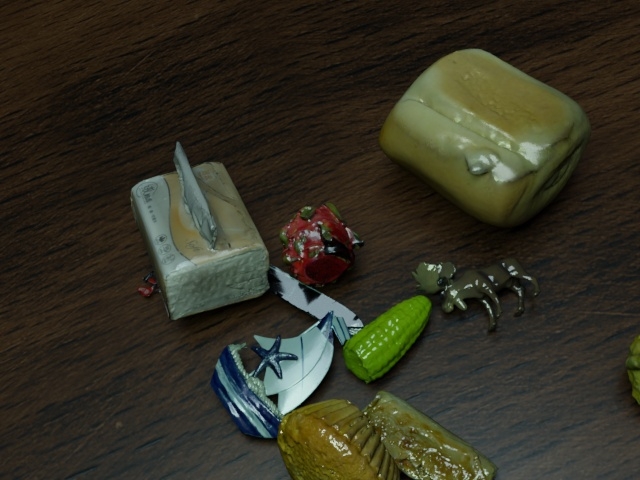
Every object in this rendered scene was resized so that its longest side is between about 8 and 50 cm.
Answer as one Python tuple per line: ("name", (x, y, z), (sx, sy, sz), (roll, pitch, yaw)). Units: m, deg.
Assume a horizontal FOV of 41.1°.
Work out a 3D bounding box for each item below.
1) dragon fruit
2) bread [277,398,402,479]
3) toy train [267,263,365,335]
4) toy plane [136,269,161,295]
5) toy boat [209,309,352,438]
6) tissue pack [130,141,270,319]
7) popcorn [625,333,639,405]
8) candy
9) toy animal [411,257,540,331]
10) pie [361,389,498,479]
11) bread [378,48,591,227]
("dragon fruit", (0.000, 0.000, 1.736), (0.166, 0.160, 0.172), (-8, 47, -5))
("bread", (0.034, 0.373, 1.451), (0.240, 0.240, 0.139), (35, 57, 26))
("toy train", (-0.012, 0.131, 1.722), (0.252, 0.048, 0.055), (30, 76, 17))
("toy plane", (-0.328, 0.064, 1.811), (0.060, 0.037, 0.145), (26, 63, 26))
("toy boat", (-0.086, 0.236, 1.640), (0.210, 0.070, 0.292), (25, 69, 18))
("tissue pack", (-0.250, -0.035, 1.710), (0.238, 0.238, 0.305), (-23, 45, -7))
("popcorn", (0.633, 0.232, 1.492), (0.155, 0.198, 0.197), (-27, 56, -31))
("candy", (0.137, 0.179, 1.640), (0.209, 0.097, 0.096), (-40, 61, -20))
("toy animal", (0.304, 0.090, 1.687), (0.214, 0.094, 0.186), (-24, 62, -17))
("pie", (0.178, 0.370, 1.525), (0.282, 0.068, 0.128), (31, 54, 26))
("bread", (0.334, -0.209, 1.769), (0.376, 0.253, 0.348), (36, 63, 24))
